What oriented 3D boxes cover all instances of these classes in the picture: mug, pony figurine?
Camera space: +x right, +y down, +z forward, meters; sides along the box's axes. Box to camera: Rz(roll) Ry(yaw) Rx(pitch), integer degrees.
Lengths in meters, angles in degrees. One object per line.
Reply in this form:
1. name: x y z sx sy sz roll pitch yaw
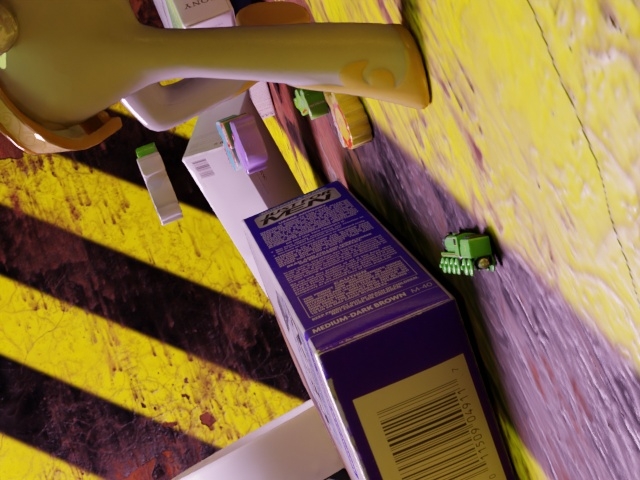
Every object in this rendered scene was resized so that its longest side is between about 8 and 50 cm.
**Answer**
1. mug: 0.026 0.356 1.380 0.328 0.276 0.374 61 -156 5
2. pony figurine: -0.156 -0.149 0.576 0.303 0.363 0.351 -118 9 -53

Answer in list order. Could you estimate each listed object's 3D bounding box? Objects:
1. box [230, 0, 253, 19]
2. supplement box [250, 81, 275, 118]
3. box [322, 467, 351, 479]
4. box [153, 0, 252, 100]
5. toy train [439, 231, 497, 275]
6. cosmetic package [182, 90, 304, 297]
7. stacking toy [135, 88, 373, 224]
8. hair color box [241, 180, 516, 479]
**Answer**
1. box: -0.113 -0.300 1.260 0.225 0.036 0.136 -127 17 -72
2. supplement box: -0.087 -0.196 1.384 0.098 0.036 0.062 75 172 -48
3. box: 0.081 0.326 1.072 0.216 0.060 0.270 63 164 -1
4. box: -0.158 -0.294 1.256 0.232 0.058 0.322 83 165 -67
5. toy train: 0.082 0.007 0.664 0.083 0.017 0.023 -177 75 -84
6. cosmetic package: -0.055 -0.031 1.231 0.099 0.060 0.239 -83 -30 -49
7. stacking toy: -0.061 -0.075 0.936 0.221 0.167 0.052 -144 33 -78
8. hair color box: 0.036 0.088 0.935 0.339 0.110 0.185 -123 12 -71
